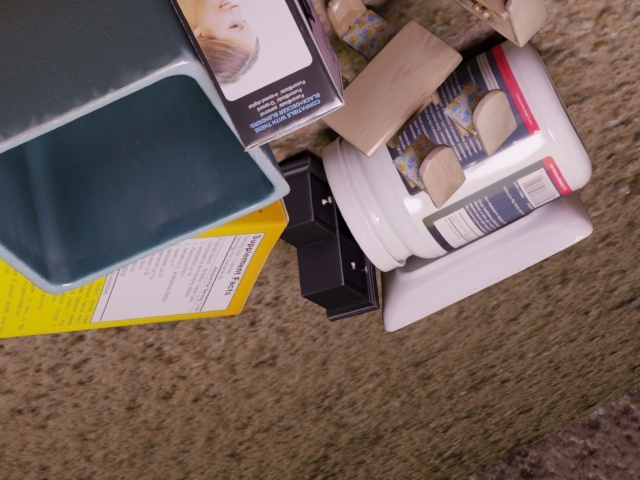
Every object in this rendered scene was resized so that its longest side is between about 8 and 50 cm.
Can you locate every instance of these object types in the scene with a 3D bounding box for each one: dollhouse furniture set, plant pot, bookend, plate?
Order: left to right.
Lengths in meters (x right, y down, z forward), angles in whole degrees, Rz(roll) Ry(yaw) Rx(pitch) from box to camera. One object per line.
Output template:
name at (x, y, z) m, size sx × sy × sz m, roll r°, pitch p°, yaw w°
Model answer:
plant pot at (-0.208, -0.144, 1.170) m, size 0.247 × 0.252 × 0.247 m, roll -24°, pitch 152°, yaw 7°
bookend at (0.000, 0.000, 1.648) m, size 0.072 × 0.156 × 0.157 m, roll -16°, pitch 154°, yaw 25°
dollhouse furniture set at (0.099, -0.199, 1.324) m, size 0.242 × 0.212 × 0.161 m, roll -47°, pitch 153°, yaw -5°
plate at (0.187, -0.026, 1.675) m, size 0.278 × 0.277 × 0.045 m, roll -27°, pitch 115°, yaw 13°

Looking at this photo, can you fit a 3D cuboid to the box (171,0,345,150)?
box at (-0.080, -0.231, 1.030) m, size 0.087 × 0.290 × 0.169 m, roll -24°, pitch -164°, yaw 7°

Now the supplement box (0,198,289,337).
supplement box at (-0.245, -0.033, 1.407) m, size 0.356 × 0.195 × 0.194 m, roll -4°, pitch 149°, yaw -25°

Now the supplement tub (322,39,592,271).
supplement tub at (0.159, -0.096, 1.551) m, size 0.272 × 0.191 × 0.191 m, roll -26°, pitch 151°, yaw 13°
